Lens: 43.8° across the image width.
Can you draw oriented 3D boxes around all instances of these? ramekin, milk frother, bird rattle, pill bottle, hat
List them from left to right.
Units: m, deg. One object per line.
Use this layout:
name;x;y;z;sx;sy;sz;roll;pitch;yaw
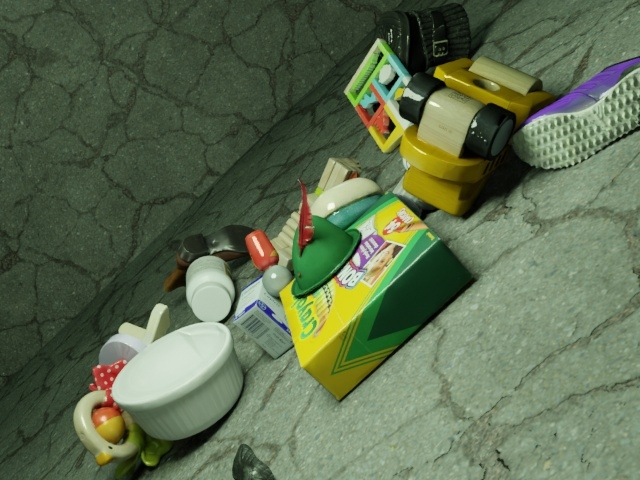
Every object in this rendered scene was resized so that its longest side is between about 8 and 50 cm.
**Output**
bird rattle;-0.437;0.382;1.708;0.143;0.254;0.207;-30;-11;21
ramekin;-0.285;0.299;1.669;0.272;0.127;0.273;-22;22;9
pill bottle;-0.298;0.134;2.155;0.131;0.131;0.229;-43;18;4
hat;-0.040;-0.024;1.521;0.208;0.183;0.173;-38;17;24
milk frother;0.201;-0.137;1.667;0.129;0.143;0.135;-11;37;53

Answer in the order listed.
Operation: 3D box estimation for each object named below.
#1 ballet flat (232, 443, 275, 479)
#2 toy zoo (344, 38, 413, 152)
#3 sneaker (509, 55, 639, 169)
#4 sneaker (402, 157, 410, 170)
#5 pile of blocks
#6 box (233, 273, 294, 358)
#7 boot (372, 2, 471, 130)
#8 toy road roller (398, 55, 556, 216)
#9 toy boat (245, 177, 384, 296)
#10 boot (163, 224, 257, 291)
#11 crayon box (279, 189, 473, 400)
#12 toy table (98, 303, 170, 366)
ballet flat;-0.119;0.389;1.356;0.173;0.049;0.058;-169;96;-74
toy zoo;0.180;-0.373;2.136;0.192;0.030;0.293;-54;51;37
sneaker;0.472;-0.228;1.373;0.293;0.102;0.146;-25;21;34
sneaker;0.307;-0.239;1.740;0.282;0.102;0.161;-43;21;4
pile of blocks;0.004;-0.039;1.981;0.112;0.149;0.362;40;94;29
box;-0.108;0.158;1.693;0.072;0.126;0.137;-40;18;21
boot;0.291;-0.488;2.248;0.260;0.348;0.131;-12;31;-32
toy road roller;0.280;-0.198;1.534;0.329;0.202;0.241;-31;-36;-46
toy boat;0.000;0.000;1.725;0.318;0.148;0.267;-25;-15;-16
boot;-0.318;0.072;2.384;0.264;0.096;0.280;-16;-23;-29
crayon box;0.084;0.083;1.479;0.313;0.106;0.363;-42;17;5
toy table;-0.405;0.289;1.900;0.161;0.252;0.274;-54;-13;-46
